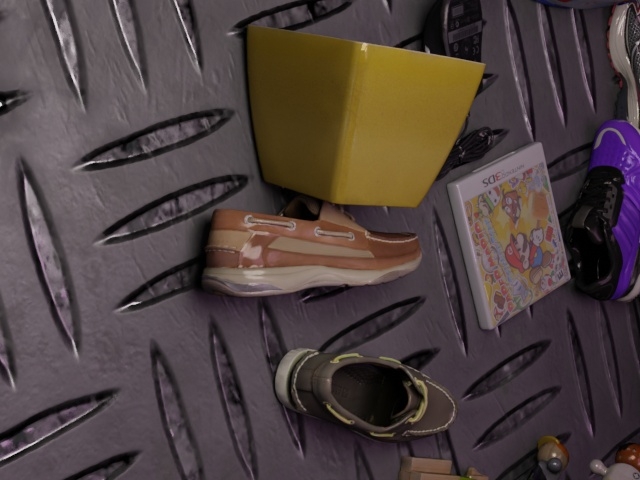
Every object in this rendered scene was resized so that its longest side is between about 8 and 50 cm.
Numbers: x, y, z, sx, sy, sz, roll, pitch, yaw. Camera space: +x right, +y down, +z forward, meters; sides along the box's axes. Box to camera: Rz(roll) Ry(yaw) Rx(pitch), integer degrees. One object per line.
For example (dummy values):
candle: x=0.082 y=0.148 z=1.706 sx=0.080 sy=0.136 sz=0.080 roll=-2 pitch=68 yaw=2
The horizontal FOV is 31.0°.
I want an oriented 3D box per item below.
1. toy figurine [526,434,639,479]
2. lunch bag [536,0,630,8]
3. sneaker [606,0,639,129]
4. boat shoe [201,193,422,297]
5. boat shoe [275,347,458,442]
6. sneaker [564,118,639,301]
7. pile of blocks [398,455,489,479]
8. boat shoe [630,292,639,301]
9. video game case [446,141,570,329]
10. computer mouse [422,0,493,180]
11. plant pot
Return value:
toy figurine: x=0.417 y=0.398 z=1.719 sx=0.148 sy=0.213 sz=0.209 roll=-49 pitch=119 yaw=-40
lunch bag: x=0.431 y=-0.461 z=1.638 sx=0.386 sy=0.328 sz=0.238 roll=24 pitch=77 yaw=-38
sneaker: x=0.552 y=-0.280 z=1.889 sx=0.121 sy=0.112 sz=0.299 roll=-14 pitch=100 yaw=-40
boat shoe: x=0.000 y=0.000 z=1.401 sx=0.324 sy=0.123 sz=0.116 roll=-4 pitch=92 yaw=-43
boat shoe: x=0.081 y=0.206 z=1.492 sx=0.305 sy=0.091 sz=0.109 roll=19 pitch=78 yaw=-40
sneaker: x=0.447 y=-0.047 z=1.806 sx=0.146 sy=0.102 sz=0.293 roll=-1 pitch=91 yaw=-41
pile of blocks: x=0.249 y=0.418 z=1.632 sx=0.362 sy=0.113 sz=0.149 roll=44 pitch=63 yaw=-34
boat shoe: x=0.506 y=0.035 z=1.899 sx=0.042 sy=0.049 sz=0.132 roll=-13 pitch=102 yaw=-46
video game case: x=0.285 y=-0.010 z=1.713 sx=0.206 sy=0.026 sz=0.226 roll=-26 pitch=108 yaw=-38
computer mouse: x=0.158 y=-0.214 z=1.578 sx=0.184 sy=0.060 sz=0.262 roll=-34 pitch=124 yaw=-41
plant pot: x=0.040 y=-0.145 z=1.387 sx=0.212 sy=0.212 sz=0.187 roll=0 pitch=104 yaw=-42
